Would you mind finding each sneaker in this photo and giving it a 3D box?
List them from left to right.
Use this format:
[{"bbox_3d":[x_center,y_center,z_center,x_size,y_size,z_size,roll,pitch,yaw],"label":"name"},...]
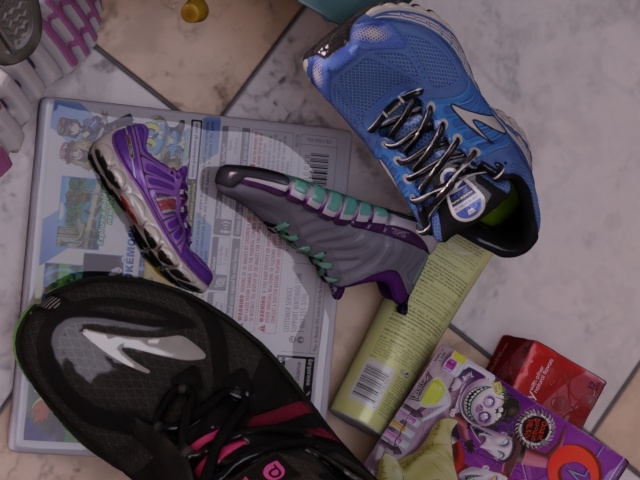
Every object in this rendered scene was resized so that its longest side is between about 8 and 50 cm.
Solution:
[{"bbox_3d":[-0.304,-0.227,1.414,0.087,0.130,0.227,-43,70,-5],"label":"sneaker"},{"bbox_3d":[-0.288,-0.164,1.463,0.236,0.104,0.095,-59,147,-23],"label":"sneaker"},{"bbox_3d":[-0.140,-0.030,1.480,0.071,0.068,0.170,-31,98,-18],"label":"sneaker"},{"bbox_3d":[-0.060,0.193,1.406,0.483,0.202,0.185,38,82,6],"label":"sneaker"},{"bbox_3d":[0.000,0.000,1.511,0.223,0.083,0.098,18,91,-16],"label":"sneaker"},{"bbox_3d":[0.111,-0.090,1.470,0.130,0.147,0.330,-36,135,19],"label":"sneaker"}]

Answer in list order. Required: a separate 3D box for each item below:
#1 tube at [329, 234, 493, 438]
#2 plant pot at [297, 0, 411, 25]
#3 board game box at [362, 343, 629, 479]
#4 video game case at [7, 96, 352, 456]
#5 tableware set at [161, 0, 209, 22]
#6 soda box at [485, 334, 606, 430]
[{"bbox_3d":[0.091,0.076,1.589,0.240,0.062,0.070,-62,145,-11],"label":"tube"},{"bbox_3d":[0.033,-0.331,1.471,0.271,0.271,0.255,29,97,-14],"label":"plant pot"},{"bbox_3d":[0.105,0.293,1.509,0.208,0.056,0.347,32,85,18],"label":"board game box"},{"bbox_3d":[-0.130,0.043,1.536,0.300,0.036,0.329,5,90,-15],"label":"video game case"},{"bbox_3d":[-0.087,-0.257,1.399,0.104,0.024,0.154,33,114,4],"label":"tableware set"},{"bbox_3d":[0.171,0.228,1.595,0.092,0.083,0.263,30,82,-14],"label":"soda box"}]
